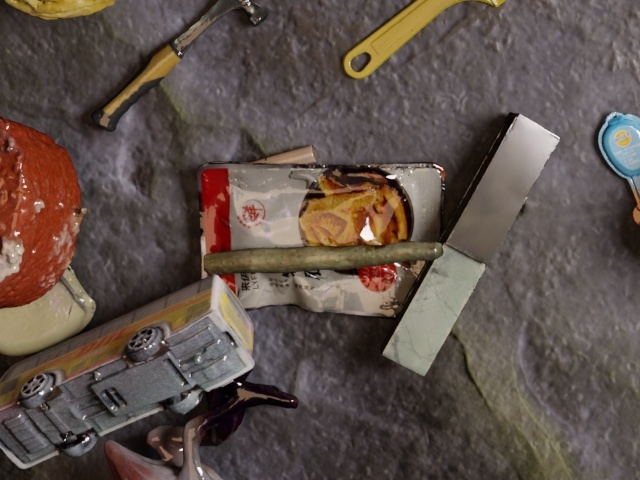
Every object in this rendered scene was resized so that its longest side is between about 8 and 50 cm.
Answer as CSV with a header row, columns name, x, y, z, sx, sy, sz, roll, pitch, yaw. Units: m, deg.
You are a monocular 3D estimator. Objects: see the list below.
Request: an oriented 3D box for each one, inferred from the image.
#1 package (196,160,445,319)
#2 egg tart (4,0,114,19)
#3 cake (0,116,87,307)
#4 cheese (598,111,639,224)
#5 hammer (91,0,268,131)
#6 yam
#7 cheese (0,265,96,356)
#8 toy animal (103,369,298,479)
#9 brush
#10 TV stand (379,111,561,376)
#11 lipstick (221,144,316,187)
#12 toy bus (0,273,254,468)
name,x,y,z,sx,sy,sz,roll,pitch,yaw
package,0.000,0.000,1.235,0.239,0.030,0.154,1,99,8
egg tart,-0.249,-0.326,1.186,0.241,0.106,0.241,-1,105,-2
cake,-0.368,-0.029,1.213,0.283,0.151,0.177,5,85,14
cheese,0.293,-0.068,1.188,0.047,0.017,0.111,-21,93,14
hammer,-0.148,-0.182,1.240,0.201,0.021,0.078,-41,89,10
yam,0.001,0.018,1.201,0.234,0.027,0.029,-3,66,17
cheese,-0.323,0.090,1.292,0.192,0.037,0.097,-35,90,10
toy animal,-0.096,0.279,1.254,0.195,0.090,0.324,-11,97,1
brush,0.103,-0.222,1.202,0.205,0.011,0.083,-39,91,12
TV stand,0.138,0.004,1.195,0.049,0.040,0.256,27,96,-8
lipstick,-0.050,-0.072,1.240,0.094,0.019,0.019,-16,94,11
toy bus,-0.195,0.126,1.231,0.268,0.106,0.092,-24,119,16
